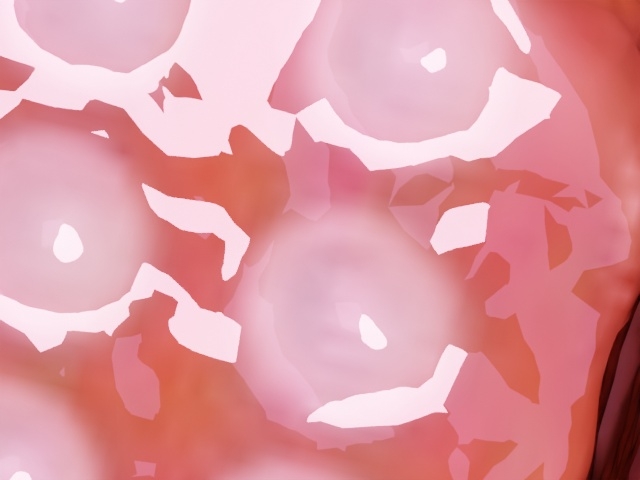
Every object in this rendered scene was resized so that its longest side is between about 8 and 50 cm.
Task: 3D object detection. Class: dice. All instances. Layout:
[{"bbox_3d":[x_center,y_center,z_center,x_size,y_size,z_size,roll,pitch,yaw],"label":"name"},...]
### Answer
[{"bbox_3d":[0.000,0.000,0.436,0.174,0.179,0.175,17,96,10],"label":"dice"}]
